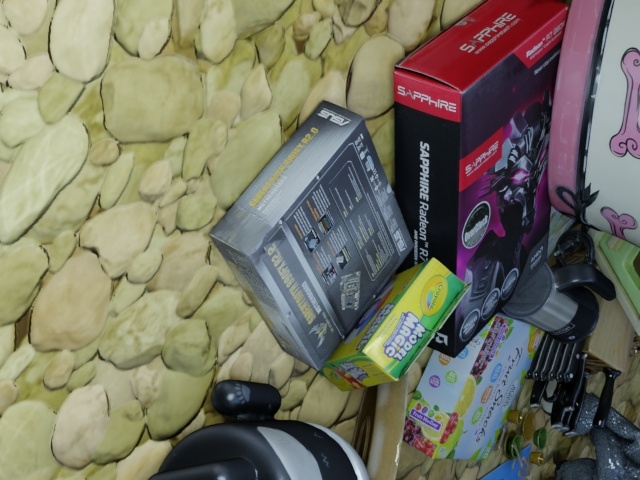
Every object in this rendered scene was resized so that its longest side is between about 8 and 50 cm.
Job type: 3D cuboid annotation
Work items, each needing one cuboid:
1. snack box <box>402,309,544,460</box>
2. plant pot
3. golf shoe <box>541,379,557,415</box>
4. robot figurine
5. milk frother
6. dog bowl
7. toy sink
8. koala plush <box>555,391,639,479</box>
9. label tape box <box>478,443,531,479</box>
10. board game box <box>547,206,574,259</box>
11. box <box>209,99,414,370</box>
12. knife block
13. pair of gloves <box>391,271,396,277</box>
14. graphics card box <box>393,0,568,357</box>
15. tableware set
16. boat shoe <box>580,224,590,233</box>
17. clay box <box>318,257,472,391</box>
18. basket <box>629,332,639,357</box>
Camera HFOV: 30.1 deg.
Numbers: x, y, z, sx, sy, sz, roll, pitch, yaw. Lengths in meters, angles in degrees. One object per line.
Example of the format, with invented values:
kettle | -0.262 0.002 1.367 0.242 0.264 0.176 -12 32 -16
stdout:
snack box | 0.206 0.190 1.612 0.174 0.070 0.207 19 97 -56
plant pot | 0.060 0.243 1.379 0.236 0.032 0.236 -168 -90 -87
golf shoe | 0.371 0.173 1.836 0.094 0.077 0.198 20 87 -47
robot figurine | -0.061 0.267 1.198 0.278 0.173 0.209 13 104 -62
milk frother | 0.309 0.046 1.594 0.129 0.143 0.134 -40 140 19
dog bowl | 0.381 -0.190 1.432 0.408 0.150 0.408 11 90 -73
toy sink | 0.463 -0.008 1.642 0.131 0.234 0.153 -4 143 -23
koala plush | 0.484 0.413 2.059 0.221 0.203 0.196 -52 146 3
label tape box | 0.287 0.530 1.920 0.240 0.106 0.334 -21 128 -47
board game box | 0.335 -0.057 1.662 0.154 0.026 0.103 -52 145 -18
box | 0.000 0.000 1.211 0.183 0.056 0.231 -51 145 -17
knife block | 0.404 0.143 1.745 0.275 0.088 0.242 -26 106 -39
pair of gloves | 0.097 0.058 1.425 0.074 0.010 0.083 -30 133 -47
graphics card box | 0.181 -0.075 1.370 0.233 0.094 0.371 -40 141 -39
tableware set | 0.325 0.314 1.878 0.154 0.024 0.104 51 52 -46
boat shoe | 0.410 -0.049 1.756 0.038 0.046 0.125 -39 148 -41
clay box | 0.074 0.091 1.263 0.127 0.053 0.222 -52 -175 -18
basket | 0.568 0.050 1.928 0.299 0.213 0.223 -15 92 -58
